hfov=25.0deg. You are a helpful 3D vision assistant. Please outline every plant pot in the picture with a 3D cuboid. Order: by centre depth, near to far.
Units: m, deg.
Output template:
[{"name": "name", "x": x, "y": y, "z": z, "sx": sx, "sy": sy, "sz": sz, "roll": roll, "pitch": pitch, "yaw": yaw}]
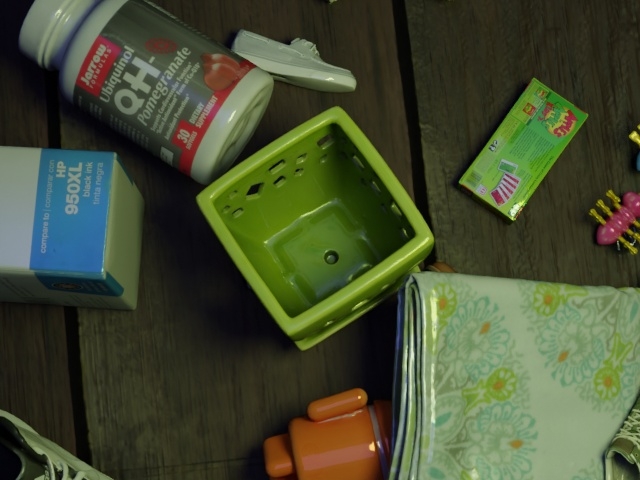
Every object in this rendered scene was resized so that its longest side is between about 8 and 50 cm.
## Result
[{"name": "plant pot", "x": 0.000, "y": 0.000, "z": 1.877, "sx": 0.227, "sy": 0.207, "sz": 0.228, "roll": -33, "pitch": 73, "yaw": -5}]

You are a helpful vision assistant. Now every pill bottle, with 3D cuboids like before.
[{"name": "pill bottle", "x": -0.238, "y": -0.225, "z": 1.940, "sx": 0.318, "sy": 0.176, "sz": 0.176, "roll": 31, "pitch": 83, "yaw": 5}]

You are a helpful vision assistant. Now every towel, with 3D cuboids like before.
[{"name": "towel", "x": 0.258, "y": 0.207, "z": 1.844, "sx": 0.374, "sy": 0.090, "sz": 0.320, "roll": 6, "pitch": 86, "yaw": -25}]

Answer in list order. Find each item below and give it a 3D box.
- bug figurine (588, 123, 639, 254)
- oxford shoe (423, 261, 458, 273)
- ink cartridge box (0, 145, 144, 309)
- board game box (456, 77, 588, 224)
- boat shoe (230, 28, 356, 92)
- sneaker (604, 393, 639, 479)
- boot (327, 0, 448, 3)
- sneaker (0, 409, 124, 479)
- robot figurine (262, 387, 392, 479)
[{"name": "bug figurine", "x": 0.492, "y": -0.027, "z": 1.954, "sx": 0.216, "sy": 0.072, "sz": 0.279, "roll": -42, "pitch": 87, "yaw": 1}, {"name": "oxford shoe", "x": 0.233, "y": 0.086, "z": 1.943, "sx": 0.212, "sy": 0.076, "sz": 0.076, "roll": 36, "pitch": 78, "yaw": -5}, {"name": "ink cartridge box", "x": -0.443, "y": -0.017, "z": 1.853, "sx": 0.395, "sy": 0.285, "sz": 0.166, "roll": 3, "pitch": 80, "yaw": 1}, {"name": "board game box", "x": 0.277, "y": -0.122, "z": 1.985, "sx": 0.092, "sy": 0.043, "sz": 0.181, "roll": 35, "pitch": 83, "yaw": 5}, {"name": "boat shoe", "x": -0.036, "y": -0.251, "z": 2.004, "sx": 0.184, "sy": 0.066, "sz": 0.063, "roll": 13, "pitch": 82, "yaw": 12}, {"name": "sneaker", "x": 0.403, "y": 0.263, "z": 1.826, "sx": 0.086, "sy": 0.064, "sz": 0.192, "roll": 19, "pitch": 79, "yaw": -38}, {"name": "boot", "x": 0.080, "y": -0.378, "z": 2.012, "sx": 0.165, "sy": 0.077, "sz": 0.213, "roll": -40, "pitch": 78, "yaw": -6}, {"name": "sneaker", "x": -0.318, "y": 0.352, "z": 1.808, "sx": 0.447, "sy": 0.257, "sz": 0.169, "roll": 28, "pitch": 82, "yaw": 5}, {"name": "robot figurine", "x": 0.038, "y": 0.280, "z": 1.884, "sx": 0.219, "sy": 0.128, "sz": 0.158, "roll": -13, "pitch": 79, "yaw": 0}]
